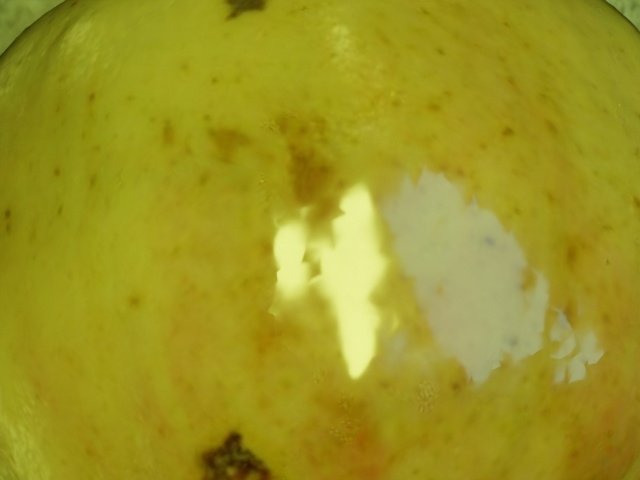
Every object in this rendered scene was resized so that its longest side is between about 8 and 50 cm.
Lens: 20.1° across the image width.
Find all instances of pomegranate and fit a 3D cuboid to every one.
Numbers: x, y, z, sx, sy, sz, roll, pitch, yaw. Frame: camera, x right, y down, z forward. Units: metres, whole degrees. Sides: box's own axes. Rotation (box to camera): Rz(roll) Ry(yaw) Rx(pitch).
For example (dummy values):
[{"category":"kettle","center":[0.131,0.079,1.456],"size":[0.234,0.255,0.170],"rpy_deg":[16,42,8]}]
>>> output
[{"category":"pomegranate","center":[0.000,0.000,0.755],"size":[0.342,0.342,0.342],"rpy_deg":[5,83,-45]}]
